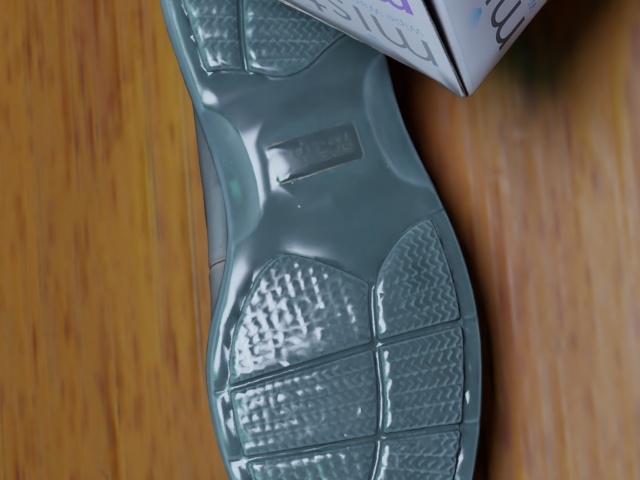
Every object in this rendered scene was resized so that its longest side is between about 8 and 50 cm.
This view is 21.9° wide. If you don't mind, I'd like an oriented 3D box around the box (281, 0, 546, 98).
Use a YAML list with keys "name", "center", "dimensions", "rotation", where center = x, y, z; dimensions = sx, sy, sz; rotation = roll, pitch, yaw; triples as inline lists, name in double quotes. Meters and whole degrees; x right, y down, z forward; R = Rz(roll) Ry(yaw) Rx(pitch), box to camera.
- name: "box"
  center: [0.002, -0.209, 0.537]
  dimensions: [0.262, 0.127, 0.231]
  rotation: [33, 75, 29]

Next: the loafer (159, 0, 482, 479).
- name: "loafer"
  center: [0.000, 0.000, 0.602]
  dimensions: [0.096, 0.084, 0.268]
  rotation: [-10, 83, -2]
